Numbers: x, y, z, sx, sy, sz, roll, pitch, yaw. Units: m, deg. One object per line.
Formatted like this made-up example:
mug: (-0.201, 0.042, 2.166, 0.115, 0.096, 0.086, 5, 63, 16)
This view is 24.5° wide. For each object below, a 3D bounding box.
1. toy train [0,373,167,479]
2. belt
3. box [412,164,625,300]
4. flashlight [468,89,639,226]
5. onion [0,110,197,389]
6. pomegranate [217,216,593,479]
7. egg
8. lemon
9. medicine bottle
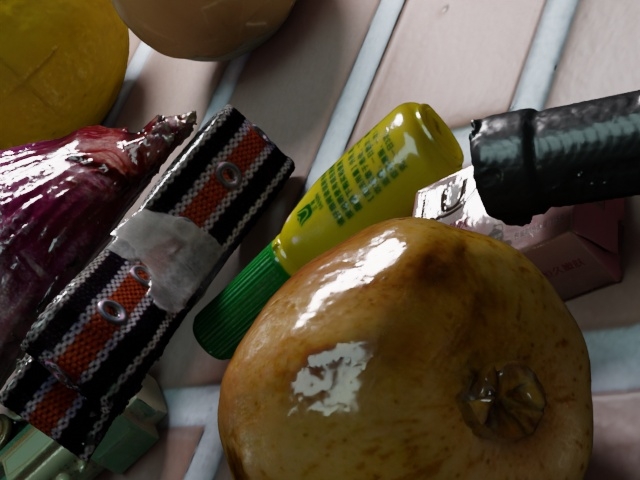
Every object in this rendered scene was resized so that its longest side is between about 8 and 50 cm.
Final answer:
toy train: (-0.219, 0.166, 1.239, 0.194, 0.081, 0.125, -44, 35, 8)
belt: (-0.127, 0.017, 1.177, 0.126, 0.094, 0.359, -51, 5, 47)
box: (0.130, -0.007, 0.990, 0.156, 0.060, 0.111, -25, 37, 34)
flashlight: (0.201, -0.063, 0.868, 0.232, 0.093, 0.093, -7, 48, 23)
onion: (-0.269, -0.017, 1.325, 0.349, 0.159, 0.267, -54, 8, 5)
pomegranate: (0.050, 0.093, 0.833, 0.215, 0.215, 0.215, -33, 35, 27)
egg: (-0.121, -0.283, 1.457, 0.201, 0.244, 0.201, -7, 66, 16)
lemon: (-0.360, -0.208, 1.630, 0.297, 0.297, 0.297, -33, 35, 27)
medicine bottle: (0.000, 0.000, 1.143, 0.260, 0.064, 0.095, -41, 43, 20)
